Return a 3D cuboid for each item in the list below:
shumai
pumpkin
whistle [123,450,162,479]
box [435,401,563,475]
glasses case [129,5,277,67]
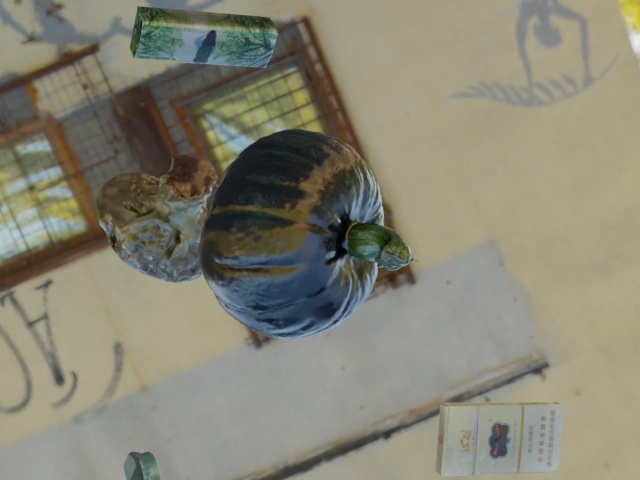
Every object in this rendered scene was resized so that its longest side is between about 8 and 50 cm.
[{"bbox_3d":[-0.234,-0.040,1.424,0.153,0.209,0.161,-36,-169,43],"label":"shumai"},{"bbox_3d":[0.000,0.000,1.056,0.248,0.248,0.248,-23,-173,3],"label":"pumpkin"},{"bbox_3d":[-0.330,0.524,1.794,0.093,0.186,0.274,1,-148,-34],"label":"whistle"},{"bbox_3d":[0.228,0.251,1.165,0.167,0.089,0.024,3,-177,-18],"label":"box"},{"bbox_3d":[-0.224,-0.390,1.773,0.272,0.062,0.095,-3,135,-26],"label":"glasses case"}]
